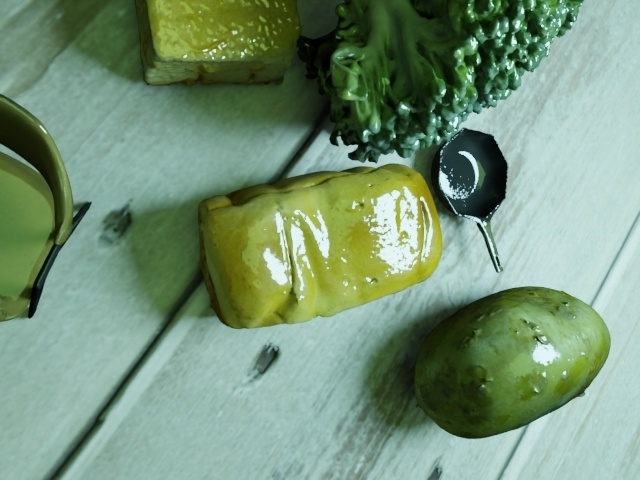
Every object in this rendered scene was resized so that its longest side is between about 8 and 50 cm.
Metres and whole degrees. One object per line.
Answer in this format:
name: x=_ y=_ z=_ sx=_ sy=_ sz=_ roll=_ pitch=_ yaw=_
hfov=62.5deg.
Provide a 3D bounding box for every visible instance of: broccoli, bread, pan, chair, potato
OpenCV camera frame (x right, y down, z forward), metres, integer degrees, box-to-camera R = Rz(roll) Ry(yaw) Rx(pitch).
broccoli: x=0.131 y=-0.236 z=0.601 sx=0.324 sy=0.334 sz=0.272 roll=10 pitch=50 yaw=-62
bread: x=-0.127 y=-0.324 z=0.599 sx=0.184 sy=0.114 sz=0.275 roll=-9 pitch=95 yaw=-27
pan: x=0.212 y=-0.059 z=0.779 sx=0.128 sy=0.048 sz=0.202 roll=8 pitch=86 yaw=-22
chair: x=-0.297 y=-0.024 z=0.451 sx=0.158 sy=0.246 sz=0.173 roll=29 pitch=80 yaw=-20
potato: x=0.271 y=0.157 z=0.730 sx=0.307 sy=0.210 sz=0.173 roll=-14 pitch=54 yaw=-30
bread: x=0.000 y=0.000 z=0.645 sx=0.294 sy=0.132 sz=0.167 roll=-12 pitch=102 yaw=-25
